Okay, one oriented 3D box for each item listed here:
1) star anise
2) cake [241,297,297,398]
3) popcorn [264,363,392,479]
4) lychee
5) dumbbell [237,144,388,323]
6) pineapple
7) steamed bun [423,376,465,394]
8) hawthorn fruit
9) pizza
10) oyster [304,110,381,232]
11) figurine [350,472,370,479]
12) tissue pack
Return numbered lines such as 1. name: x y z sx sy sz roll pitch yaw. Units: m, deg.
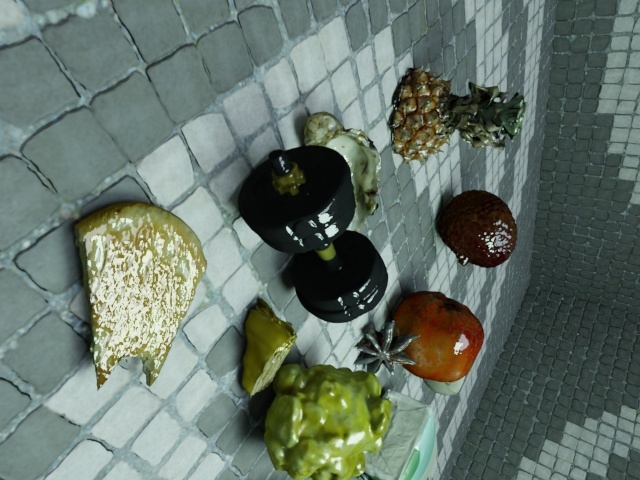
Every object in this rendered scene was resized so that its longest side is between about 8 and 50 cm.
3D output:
1. star anise: 0.182 0.303 1.150 0.061 0.181 0.204 -89 175 -65
2. cake: -0.119 0.198 0.766 0.080 0.116 0.184 -26 155 -42
3. popcorn: 0.000 0.374 0.852 0.251 0.235 0.241 17 79 -25
4. lychee: 0.523 -0.036 1.380 0.261 0.261 0.260 -26 123 -47
5. dumbbell: 0.000 0.000 0.722 0.185 0.185 0.388 -56 141 -24
6. pineapple: 0.347 -0.293 1.010 0.263 0.272 0.262 -24 122 -48
7. steamed bun: 0.435 0.399 1.490 0.283 0.177 0.282 16 90 -72
8. hawthorn fruit: 0.346 0.297 1.263 0.275 0.276 0.299 -34 135 -43
9. pizza: -0.234 0.077 0.555 0.181 0.034 0.261 -6 108 -53
10. oyster: 0.032 -0.112 0.825 0.166 0.094 0.294 -16 128 -31
11. figurine: 0.057 0.713 1.145 0.193 0.147 0.126 -34 151 -19
12. tissue pack: 0.252 0.697 1.345 0.266 0.194 0.356 -49 138 -34
